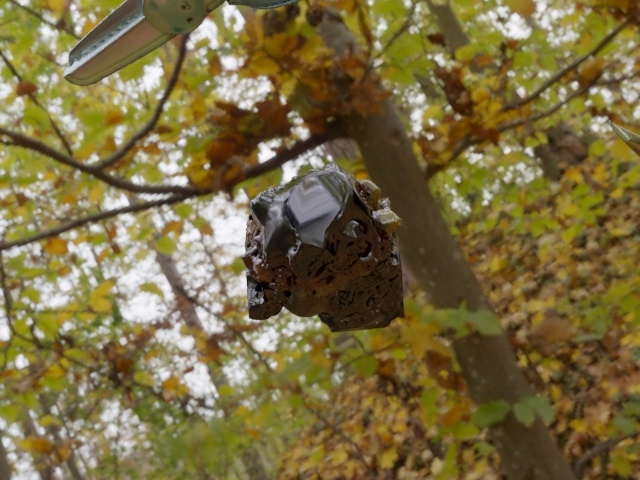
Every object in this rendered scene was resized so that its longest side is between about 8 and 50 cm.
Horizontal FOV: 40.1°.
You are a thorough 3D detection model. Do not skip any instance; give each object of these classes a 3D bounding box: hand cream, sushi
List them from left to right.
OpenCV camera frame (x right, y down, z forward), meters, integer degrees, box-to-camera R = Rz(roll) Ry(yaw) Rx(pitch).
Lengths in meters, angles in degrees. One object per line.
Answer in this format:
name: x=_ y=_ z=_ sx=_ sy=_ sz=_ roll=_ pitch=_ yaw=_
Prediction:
sushi: x=0.000 y=0.000 z=0.930 sx=0.172 sy=0.153 sz=0.150 roll=-5 pitch=-27 yaw=-1
hand cream: x=0.371 y=-0.118 z=1.042 sx=0.102 sy=0.035 sz=0.022 roll=13 pitch=-53 yaw=-49

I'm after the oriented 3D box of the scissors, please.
scissors: x=-0.120 y=-0.204 z=0.740 sx=0.256 sy=0.030 sz=0.125 roll=-28 pitch=-45 yaw=22
